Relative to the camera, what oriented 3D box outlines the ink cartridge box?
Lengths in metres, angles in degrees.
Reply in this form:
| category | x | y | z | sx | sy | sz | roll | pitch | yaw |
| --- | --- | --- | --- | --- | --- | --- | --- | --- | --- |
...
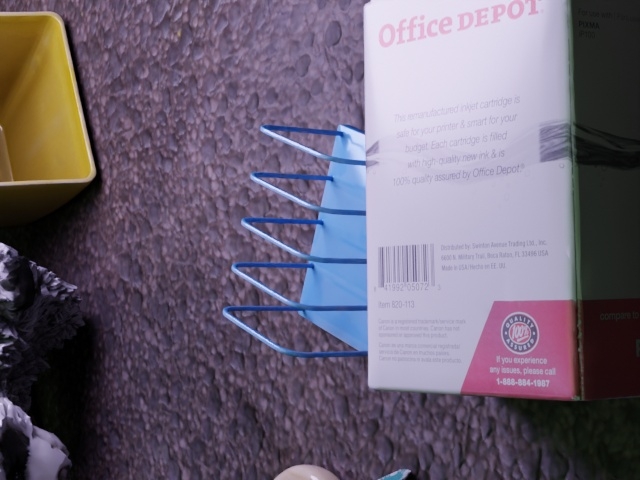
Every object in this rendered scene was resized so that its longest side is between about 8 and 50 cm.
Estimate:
| category | x | y | z | sx | sy | sz | roll | pitch | yaw |
| --- | --- | --- | --- | --- | --- | --- | --- | --- | --- |
| ink cartridge box | 0.135 | -0.037 | 1.015 | 0.207 | 0.117 | 0.283 | -4 | 86 | 52 |

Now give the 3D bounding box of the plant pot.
| category | x | y | z | sx | sy | sz | roll | pitch | yaw |
| --- | --- | --- | --- | --- | --- | --- | --- | --- | --- |
| plant pot | -0.389 | -0.112 | 1.639 | 0.187 | 0.212 | 0.212 | -49 | 51 | 56 |

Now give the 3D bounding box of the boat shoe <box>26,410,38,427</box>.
| category | x | y | z | sx | sy | sz | roll | pitch | yaw |
| --- | --- | --- | --- | --- | --- | --- | --- | --- | --- |
| boat shoe | -0.412 | 0.158 | 1.708 | 0.110 | 0.122 | 0.341 | -41 | 59 | 43 |

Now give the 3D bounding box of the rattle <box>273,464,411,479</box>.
| category | x | y | z | sx | sy | sz | roll | pitch | yaw |
| --- | --- | --- | --- | --- | --- | --- | --- | --- | --- |
| rattle | -0.025 | 0.236 | 1.201 | 0.200 | 0.143 | 0.130 | -19 | 55 | 57 |

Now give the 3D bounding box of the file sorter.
| category | x | y | z | sx | sy | sz | roll | pitch | yaw |
| --- | --- | --- | --- | --- | --- | --- | --- | --- | --- |
| file sorter | 0.000 | 0.000 | 1.199 | 0.118 | 0.104 | 0.170 | 28 | 111 | 50 |

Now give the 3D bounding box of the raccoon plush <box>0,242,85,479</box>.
| category | x | y | z | sx | sy | sz | roll | pitch | yaw |
| --- | --- | --- | --- | --- | --- | --- | --- | --- | --- |
| raccoon plush | -0.452 | 0.146 | 1.559 | 0.446 | 0.216 | 0.299 | 13 | 70 | 22 |
